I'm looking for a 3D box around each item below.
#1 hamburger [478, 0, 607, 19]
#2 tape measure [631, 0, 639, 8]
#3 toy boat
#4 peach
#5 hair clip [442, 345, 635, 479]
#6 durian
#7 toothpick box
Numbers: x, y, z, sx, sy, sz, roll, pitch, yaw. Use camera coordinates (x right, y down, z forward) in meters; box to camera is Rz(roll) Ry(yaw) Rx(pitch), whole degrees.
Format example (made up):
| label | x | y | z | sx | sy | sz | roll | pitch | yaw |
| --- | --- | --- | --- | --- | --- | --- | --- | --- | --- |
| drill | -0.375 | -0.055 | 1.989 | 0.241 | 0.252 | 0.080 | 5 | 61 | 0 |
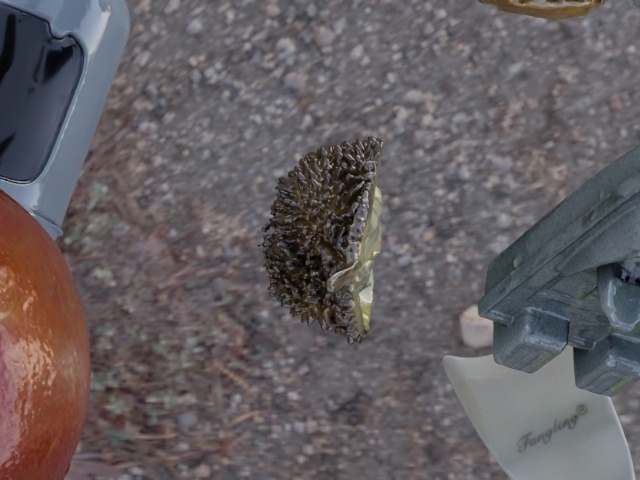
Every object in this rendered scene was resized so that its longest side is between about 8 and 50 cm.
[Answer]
| label | x | y | z | sx | sy | sz | roll | pitch | yaw |
| --- | --- | --- | --- | --- | --- | --- | --- | --- | --- |
| hamburger | 0.192 | -0.352 | 1.343 | 0.319 | 0.158 | 0.318 | 30 | 43 | -33 |
| tape measure | 0.496 | -0.354 | 1.703 | 0.262 | 0.259 | 0.138 | -19 | 93 | -13 |
| toy boat | 0.218 | 0.000 | 0.821 | 0.141 | 0.319 | 0.092 | 17 | 57 | -17 |
| peach | -0.367 | 0.104 | 1.245 | 0.373 | 0.290 | 0.372 | -4 | 100 | -25 |
| hair clip | 0.290 | 0.238 | 1.760 | 0.173 | 0.113 | 0.282 | -28 | 100 | 7 |
| durian | 0.000 | 0.000 | 1.040 | 0.091 | 0.188 | 0.148 | 6 | 110 | -1 |
| toothpick box | -0.356 | -0.189 | 1.626 | 0.263 | 0.263 | 0.354 | 22 | 80 | -19 |
